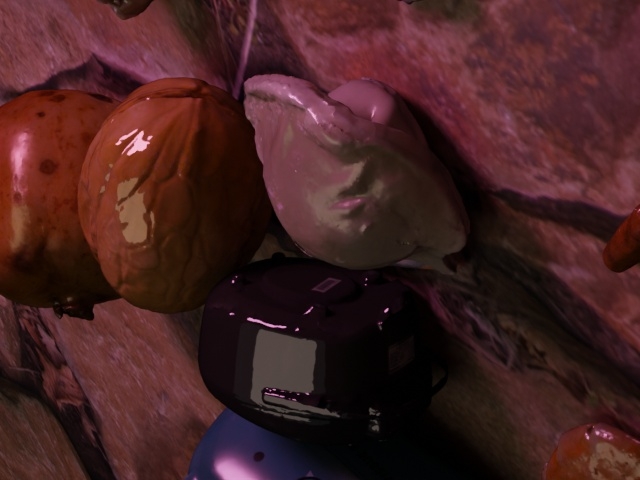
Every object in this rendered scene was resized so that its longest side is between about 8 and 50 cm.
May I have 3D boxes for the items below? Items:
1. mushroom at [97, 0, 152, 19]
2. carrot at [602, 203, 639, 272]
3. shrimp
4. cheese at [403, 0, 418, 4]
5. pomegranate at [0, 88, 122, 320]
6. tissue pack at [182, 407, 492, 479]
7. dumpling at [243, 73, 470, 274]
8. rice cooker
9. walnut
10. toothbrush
[{"bbox_3d":[-0.210,-0.277,1.306,0.116,0.093,0.225,-25,92,44],"label":"mushroom"},{"bbox_3d":[0.191,-0.005,0.958,0.032,0.032,0.093,54,159,8],"label":"carrot"},{"bbox_3d":[0.201,0.205,1.158,0.115,0.051,0.217,44,149,23],"label":"shrimp"},{"bbox_3d":[0.007,-0.261,0.990,0.106,0.037,0.256,14,130,58],"label":"cheese"},{"bbox_3d":[-0.235,-0.028,1.487,0.215,0.215,0.215,42,151,30],"label":"pomegranate"},{"bbox_3d":[0.018,0.251,1.348,0.287,0.206,0.198,41,146,34],"label":"tissue pack"},{"bbox_3d":[0.027,-0.049,1.116,0.199,0.118,0.136,38,154,-3],"label":"dumpling"},{"bbox_3d":[-0.002,0.084,1.268,0.203,0.142,0.118,14,117,30],"label":"rice cooker"},{"bbox_3d":[-0.118,-0.035,1.327,0.159,0.159,0.206,39,133,35],"label":"walnut"},{"bbox_3d":[0.000,0.000,1.312,0.375,0.037,0.028,6,127,56],"label":"toothbrush"}]
